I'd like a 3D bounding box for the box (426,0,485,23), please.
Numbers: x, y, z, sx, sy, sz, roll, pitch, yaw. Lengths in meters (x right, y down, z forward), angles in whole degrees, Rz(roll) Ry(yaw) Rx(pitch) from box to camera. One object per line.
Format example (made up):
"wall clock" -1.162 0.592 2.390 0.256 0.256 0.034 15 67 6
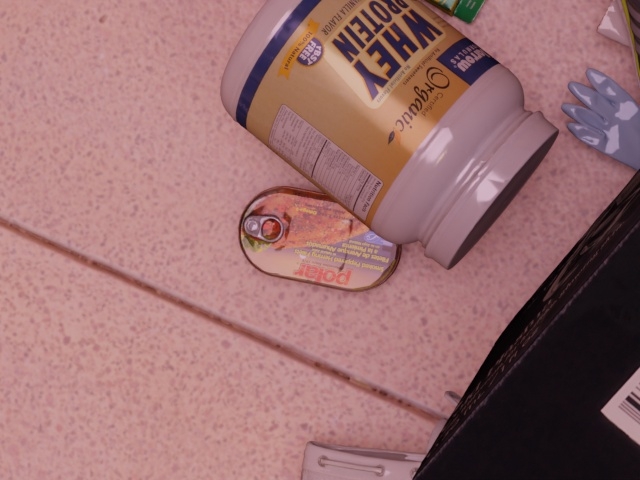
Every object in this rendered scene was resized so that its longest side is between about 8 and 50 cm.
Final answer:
"box" 0.122 -0.334 1.739 0.179 0.043 0.105 32 92 8

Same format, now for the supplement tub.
"supplement tub" 0.075 -0.139 1.641 0.316 0.228 0.228 39 93 9

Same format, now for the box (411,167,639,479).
"box" 0.374 0.075 1.393 0.297 0.472 0.480 40 110 6

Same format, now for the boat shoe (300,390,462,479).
"boat shoe" 0.153 0.243 1.666 0.367 0.136 0.156 -4 83 18

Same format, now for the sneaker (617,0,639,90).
"sneaker" 0.378 -0.221 1.606 0.111 0.121 0.300 -25 91 4

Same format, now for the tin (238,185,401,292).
"tin" 0.000 0.000 1.742 0.189 0.040 0.106 12 85 9

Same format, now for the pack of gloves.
"pack of gloves" 0.396 -0.162 1.695 0.232 0.046 0.195 29 92 -1
